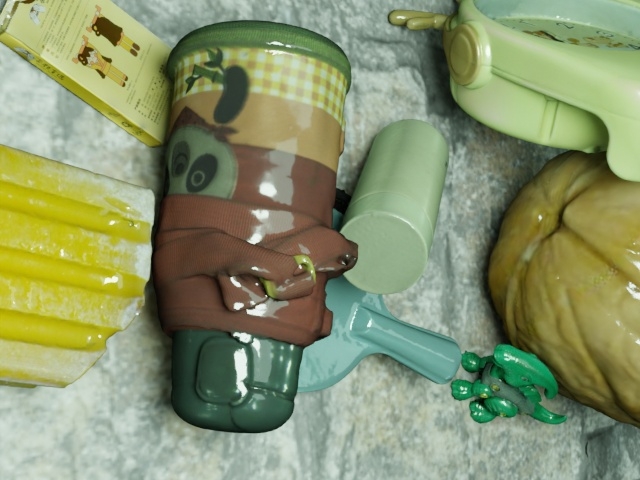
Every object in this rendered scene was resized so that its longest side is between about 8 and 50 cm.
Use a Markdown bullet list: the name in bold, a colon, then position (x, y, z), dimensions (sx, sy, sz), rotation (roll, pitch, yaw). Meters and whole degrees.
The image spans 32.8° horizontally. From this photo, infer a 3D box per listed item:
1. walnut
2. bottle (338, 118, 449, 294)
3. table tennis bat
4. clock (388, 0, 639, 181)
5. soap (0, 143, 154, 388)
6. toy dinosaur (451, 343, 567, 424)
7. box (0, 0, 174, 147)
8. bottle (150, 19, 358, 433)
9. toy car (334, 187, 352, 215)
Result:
- **walnut**: position (0.314, 0.051, 1.035), dimensions (0.313, 0.277, 0.252), rotation (34, 71, -33)
- **bottle**: position (0.062, -0.032, 0.878), dimensions (0.072, 0.072, 0.201), rotation (62, 21, -19)
- **table tennis bat**: position (0.017, 0.059, 0.876), dimensions (0.244, 0.040, 0.153), rotation (26, 75, -27)
- **clock**: position (0.217, -0.163, 0.982), dimensions (0.235, 0.308, 0.096), rotation (-28, 134, -44)
- **soap**: position (-0.213, 0.012, 0.651), dimensions (0.232, 0.073, 0.140), rotation (16, 74, -43)
- **toy dinosaur**: position (0.183, 0.138, 1.014), dimensions (0.132, 0.096, 0.059), rotation (40, 58, -30)
- **box**: position (-0.157, -0.134, 0.768), dimensions (0.149, 0.020, 0.073), rotation (37, 60, -35)
- **bottle**: position (-0.044, -0.006, 0.744), dimensions (0.156, 0.143, 0.271), rotation (68, 25, -76)
- **toy car**: position (0.000, 0.000, 0.900), dimensions (0.041, 0.025, 0.093), rotation (20, 81, -30)
